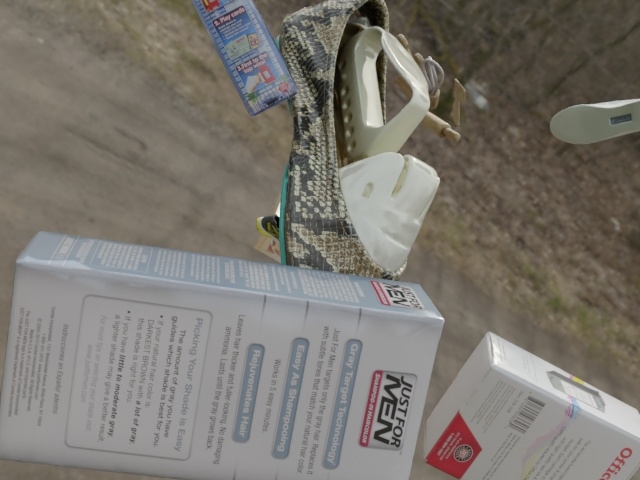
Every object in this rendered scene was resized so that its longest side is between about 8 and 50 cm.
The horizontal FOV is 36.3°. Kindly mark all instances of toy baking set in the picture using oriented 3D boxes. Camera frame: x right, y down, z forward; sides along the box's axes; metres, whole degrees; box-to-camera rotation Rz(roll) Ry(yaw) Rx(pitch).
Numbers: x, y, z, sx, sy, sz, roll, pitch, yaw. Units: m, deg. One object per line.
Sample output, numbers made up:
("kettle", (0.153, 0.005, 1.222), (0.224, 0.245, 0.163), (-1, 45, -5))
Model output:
("toy baking set", (0.193, -0.268, 1.769), (0.256, 0.030, 0.196), (47, -13, 48))

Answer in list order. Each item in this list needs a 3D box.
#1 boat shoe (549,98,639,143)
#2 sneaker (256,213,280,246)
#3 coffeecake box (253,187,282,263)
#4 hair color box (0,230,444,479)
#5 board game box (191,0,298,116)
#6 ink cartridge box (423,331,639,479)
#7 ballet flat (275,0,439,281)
("boat shoe", (0.577, -0.238, 1.945), (0.081, 0.228, 0.079), (-12, 95, -68))
("sneaker", (-0.048, -0.010, 1.326), (0.083, 0.035, 0.031), (26, 57, -37))
("coffeecake box", (0.000, 0.000, 1.576), (0.185, 0.068, 0.142), (30, 31, -9))
("hair color box", (-0.092, 0.117, 0.905), (0.375, 0.185, 0.113), (9, 13, -8))
("board game box", (-0.099, -0.251, 1.072), (0.194, 0.060, 0.194), (63, 3, -20))
("ink cartridge box", (0.358, 0.329, 1.647), (0.306, 0.226, 0.131), (28, 22, -8))
("ballet flat", (0.043, -0.105, 1.100), (0.164, 0.182, 0.482), (36, 40, -44))
